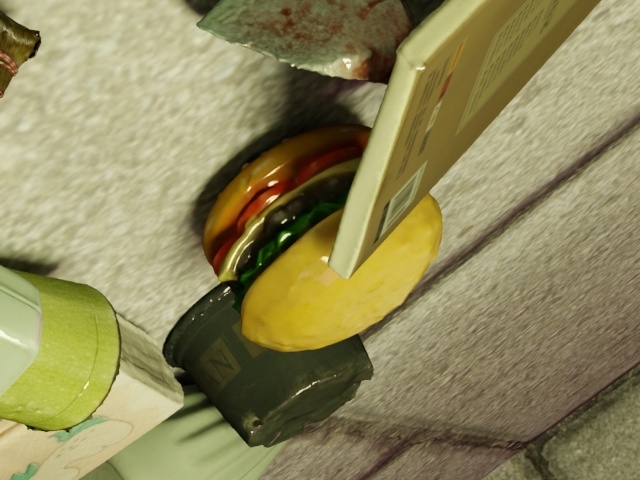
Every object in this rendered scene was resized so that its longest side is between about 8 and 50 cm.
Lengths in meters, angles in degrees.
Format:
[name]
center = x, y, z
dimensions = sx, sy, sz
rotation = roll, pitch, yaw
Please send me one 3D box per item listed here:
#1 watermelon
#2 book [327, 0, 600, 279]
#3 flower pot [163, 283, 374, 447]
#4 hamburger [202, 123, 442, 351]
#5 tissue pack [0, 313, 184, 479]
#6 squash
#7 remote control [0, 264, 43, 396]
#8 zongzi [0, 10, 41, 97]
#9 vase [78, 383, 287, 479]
[watermelon]
center = 0.018, -0.112, 0.676
dimensions = 0.081, 0.094, 0.180
rotation = -49, 170, 25
[book]
center = 0.117, -0.130, 0.723
dimensions = 0.310, 0.021, 0.217
rotation = -47, 167, -26
[flower pot]
center = -0.032, 0.093, 1.022
dimensions = 0.157, 0.107, 0.157
rotation = -28, 158, -13
[hamburger]
center = 0.000, 0.000, 0.846
dimensions = 0.162, 0.115, 0.162
rotation = -28, 157, -14
[tissue pack]
center = -0.258, 0.165, 0.884
dimensions = 0.325, 0.071, 0.170
rotation = -34, 162, 2
[squash]
center = -0.197, 0.039, 0.690
dimensions = 0.094, 0.094, 0.224
rotation = -37, 152, 7
[remote control]
center = -0.280, 0.106, 0.643
dimensions = 0.145, 0.050, 0.344
rotation = 23, 130, -32
[zongzi]
center = -0.169, -0.067, 0.545
dimensions = 0.067, 0.073, 0.083
rotation = 31, 73, -68
[vase]
center = -0.109, 0.178, 1.082
dimensions = 0.128, 0.128, 0.248
rotation = -47, 165, 30
